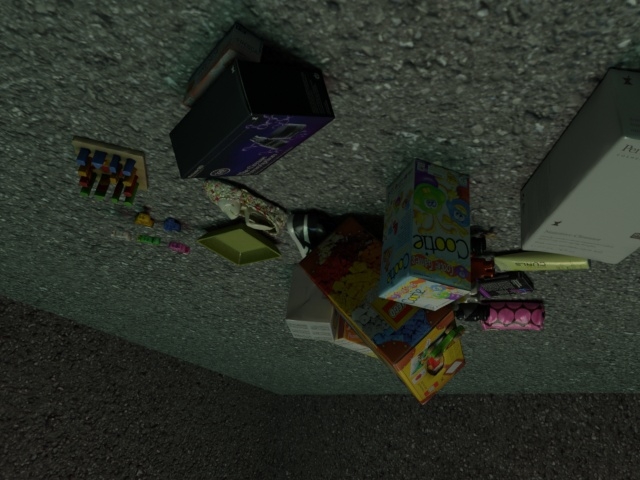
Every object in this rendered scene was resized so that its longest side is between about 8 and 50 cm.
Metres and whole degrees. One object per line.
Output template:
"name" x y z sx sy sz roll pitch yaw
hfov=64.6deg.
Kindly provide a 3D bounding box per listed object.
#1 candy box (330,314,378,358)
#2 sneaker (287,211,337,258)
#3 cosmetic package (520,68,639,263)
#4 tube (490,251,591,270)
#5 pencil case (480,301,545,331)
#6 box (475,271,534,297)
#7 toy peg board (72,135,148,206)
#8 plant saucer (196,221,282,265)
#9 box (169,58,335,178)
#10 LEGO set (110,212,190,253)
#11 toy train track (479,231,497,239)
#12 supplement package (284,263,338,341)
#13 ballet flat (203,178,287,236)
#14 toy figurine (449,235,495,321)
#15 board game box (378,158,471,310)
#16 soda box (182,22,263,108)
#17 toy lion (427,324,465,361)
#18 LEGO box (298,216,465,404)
"candy box" 0.182 0.319 1.854 0.316 0.183 0.087 25 148 -30
"sneaker" 0.000 0.000 1.394 0.121 0.079 0.217 -3 151 20
"cosmetic package" 0.548 -0.115 0.941 0.217 0.156 0.385 8 154 3
"tube" 0.596 0.056 1.373 0.240 0.062 0.070 -7 110 36
"pencil case" 0.646 0.258 1.706 0.209 0.098 0.095 -5 150 22
"box" 0.563 0.137 1.568 0.162 0.029 0.116 -12 148 35
"toy peg board" -0.513 -0.157 1.227 0.161 0.079 0.161 12 153 -9
"plant saucer" -0.238 0.006 1.507 0.188 0.045 0.188 -12 147 34
"box" -0.131 -0.208 0.920 0.184 0.103 0.261 -7 168 -41
"LEGO set" -0.485 -0.032 1.448 0.227 0.087 0.093 12 168 -8
"toy train track" 0.433 -0.011 1.332 0.048 0.014 0.083 13 160 -11
"supplement package" -0.019 0.211 1.684 0.149 0.194 0.203 4 154 8
"ballet flat" -0.190 -0.080 1.292 0.240 0.077 0.091 23 150 -26
"toy figurine" 0.369 0.102 1.354 0.148 0.210 0.213 1 153 30
"board game box" 0.227 -0.010 1.098 0.142 0.276 0.144 15 153 -14
"soda box" -0.174 -0.292 0.888 0.058 0.063 0.183 23 150 -33
"toy lion" 0.300 0.238 1.189 0.034 0.100 0.096 44 -176 24
"LEGO box" 0.192 0.214 1.414 0.372 0.193 0.500 45 174 32
